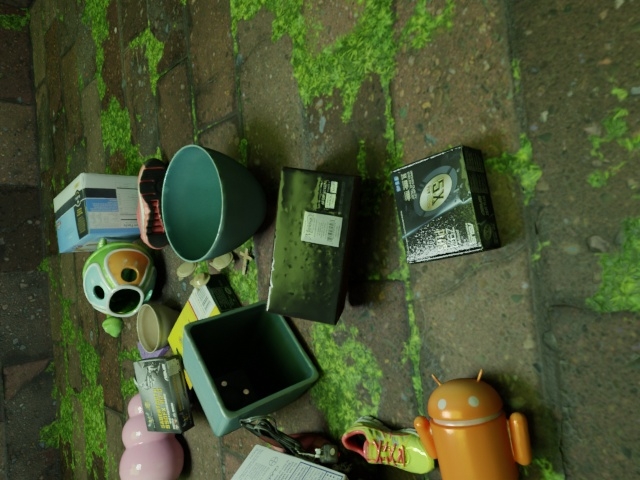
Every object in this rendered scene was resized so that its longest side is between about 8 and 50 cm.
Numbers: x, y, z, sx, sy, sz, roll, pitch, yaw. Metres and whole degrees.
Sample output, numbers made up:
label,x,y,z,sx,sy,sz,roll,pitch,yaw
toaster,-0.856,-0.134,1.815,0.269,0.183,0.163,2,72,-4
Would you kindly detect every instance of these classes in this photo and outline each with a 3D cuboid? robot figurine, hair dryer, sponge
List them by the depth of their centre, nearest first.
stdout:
label,x,y,z,sx,sy,sz,roll,pitch,yaw
robot figurine,0.251,0.330,0.755,0.158,0.128,0.219,152,109,-67
hair dryer,-0.070,0.456,1.042,0.224,0.080,0.293,24,146,7
sponge,-0.617,0.384,1.674,0.210,0.031,0.117,-48,61,34

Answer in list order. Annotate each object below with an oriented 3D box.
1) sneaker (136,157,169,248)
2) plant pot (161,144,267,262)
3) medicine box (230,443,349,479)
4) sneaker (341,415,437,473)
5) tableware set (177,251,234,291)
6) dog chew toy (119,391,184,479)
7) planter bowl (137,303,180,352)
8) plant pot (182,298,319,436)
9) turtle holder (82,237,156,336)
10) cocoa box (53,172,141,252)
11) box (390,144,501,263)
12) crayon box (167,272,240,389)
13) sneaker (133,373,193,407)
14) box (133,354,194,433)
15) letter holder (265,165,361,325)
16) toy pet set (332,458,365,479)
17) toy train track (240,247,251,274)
label,x,y,z,sx,sy,sz,roll,pitch,yaw
sneaker,-0.602,-0.129,1.576,0.136,0.116,0.313,6,96,45
plant pot,-0.257,-0.094,1.183,0.290,0.196,0.290,4,95,44
medicine box,-0.027,0.601,0.949,0.289,0.149,0.263,-8,119,45
sneaker,0.131,0.419,0.901,0.209,0.094,0.081,-4,88,43
tableware set,-0.336,0.073,1.318,0.141,0.169,0.020,33,156,44
dog chew toy,-0.586,0.676,1.551,0.207,0.207,0.331,-34,61,40
planter bowl,-0.539,0.291,1.538,0.162,0.109,0.161,4,95,44
plant pot,-0.201,0.341,1.131,0.247,0.248,0.252,54,138,28
turtle holder,-0.721,0.169,1.587,0.320,0.243,0.227,-44,44,6
cocoa box,-0.843,-0.095,1.730,0.347,0.232,0.227,-17,81,44
box,0.219,-0.058,0.802,0.147,0.078,0.180,-14,82,43
crayon box,-0.349,0.278,1.372,0.202,0.081,0.318,55,126,28
sneaker,-0.533,0.473,1.559,0.283,0.107,0.124,13,97,34
box,-0.498,0.484,1.427,0.183,0.056,0.230,-14,87,35
letter holder,0.000,0.000,0.990,0.152,0.214,0.301,9,99,12
toy pet set,0.056,0.566,1.001,0.114,0.065,0.122,-9,86,44
toy train track,-0.209,0.058,1.272,0.048,0.014,0.083,27,116,33
